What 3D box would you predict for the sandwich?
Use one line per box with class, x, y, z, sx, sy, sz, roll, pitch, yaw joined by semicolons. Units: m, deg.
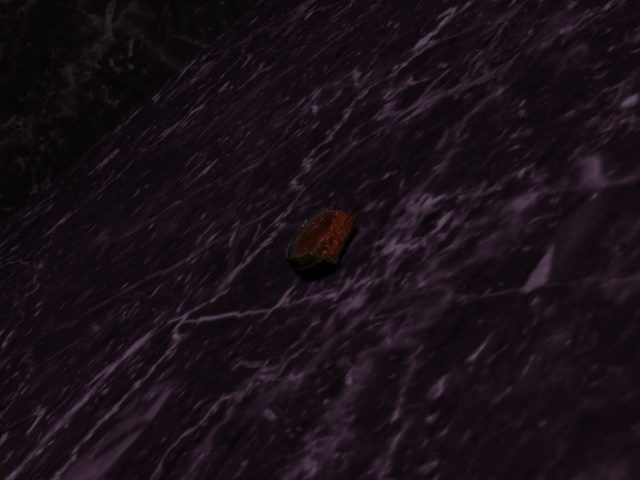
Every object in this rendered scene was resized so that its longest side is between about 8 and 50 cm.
sandwich;-0.002;0.000;1.165;0.069;0.026;0.101;-28;22;35
